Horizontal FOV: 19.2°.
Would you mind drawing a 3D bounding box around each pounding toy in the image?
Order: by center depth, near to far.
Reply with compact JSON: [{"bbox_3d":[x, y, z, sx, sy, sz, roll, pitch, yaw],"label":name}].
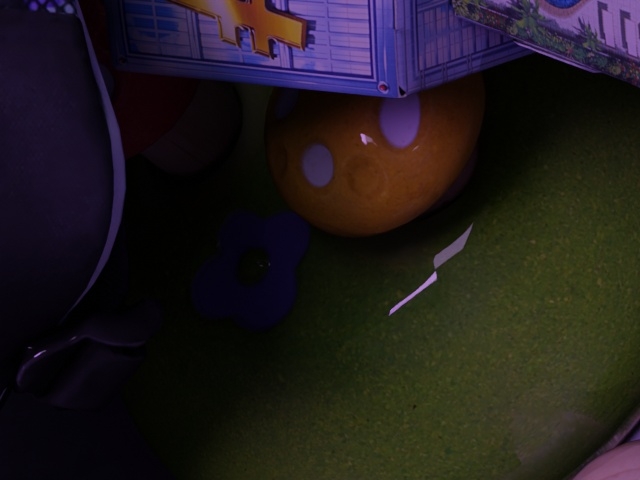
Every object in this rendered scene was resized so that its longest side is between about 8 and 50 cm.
[{"bbox_3d":[0.000,0.000,0.455,0.183,0.110,0.237,-23,57,23],"label":"pounding toy"}]

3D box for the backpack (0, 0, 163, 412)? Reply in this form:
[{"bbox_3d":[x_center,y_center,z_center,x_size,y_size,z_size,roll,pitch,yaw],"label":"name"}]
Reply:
[{"bbox_3d":[-0.157,-0.058,0.430,0.225,0.191,0.254,-52,39,43],"label":"backpack"}]

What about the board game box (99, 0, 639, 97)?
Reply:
[{"bbox_3d":[0.062,-0.072,0.388,0.194,0.060,0.194,-21,31,-29],"label":"board game box"}]
